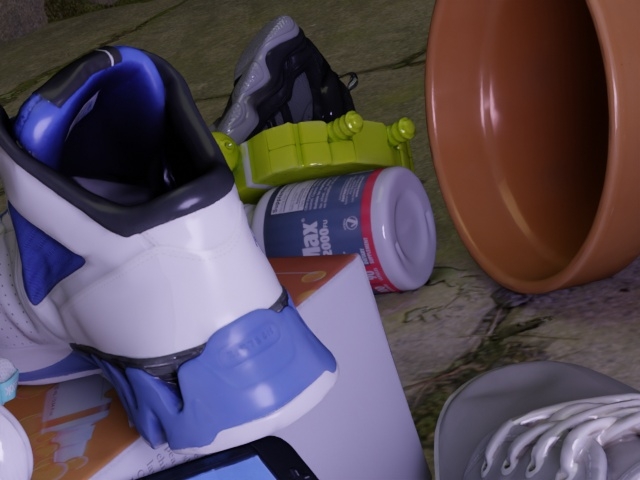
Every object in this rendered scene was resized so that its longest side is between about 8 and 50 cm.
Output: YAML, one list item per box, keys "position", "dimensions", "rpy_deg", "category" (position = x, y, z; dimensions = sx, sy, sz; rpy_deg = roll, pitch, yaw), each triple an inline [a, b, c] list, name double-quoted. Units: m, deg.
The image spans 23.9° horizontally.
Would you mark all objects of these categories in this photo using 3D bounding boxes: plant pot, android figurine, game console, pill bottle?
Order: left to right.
- position: [-0.013, 0.133, 0.736]
  dimensions: [0.144, 0.124, 0.085]
  rpy_deg: [-10, -38, -52]
  category: "game console"
- position: [-0.025, -0.058, 1.417]
  dimensions: [0.248, 0.056, 0.273]
  rpy_deg: [3, -20, -37]
  category: "android figurine"
- position: [0.000, 0.000, 1.320]
  dimensions: [0.180, 0.108, 0.108]
  rpy_deg: [-9, 20, 28]
  category: "pill bottle"
- position: [0.235, -0.114, 1.203]
  dimensions: [0.203, 0.291, 0.291]
  rpy_deg: [-7, 13, -23]
  category: "plant pot"

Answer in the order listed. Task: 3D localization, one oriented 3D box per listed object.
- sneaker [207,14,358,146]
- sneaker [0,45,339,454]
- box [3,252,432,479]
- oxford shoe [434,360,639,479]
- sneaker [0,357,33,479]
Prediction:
- position: [-0.047, -0.112, 1.706]
  dimensions: [0.101, 0.153, 0.269]
  rpy_deg: [-17, 45, 63]
  category: "sneaker"
- position: [-0.119, -0.014, 0.810]
  dimensions: [0.127, 0.182, 0.315]
  rpy_deg: [-27, 21, -31]
  category: "sneaker"
- position: [-0.125, 0.157, 0.878]
  dimensions: [0.215, 0.168, 0.345]
  rpy_deg: [-4, 22, 37]
  category: "box"
- position: [0.153, 0.133, 0.757]
  dimensions: [0.169, 0.130, 0.449]
  rpy_deg: [-20, 17, -2]
  category: "oxford shoe"
- position: [-0.187, 0.085, 0.771]
  dimensions: [0.094, 0.080, 0.212]
  rpy_deg: [-17, 13, -37]
  category: "sneaker"
